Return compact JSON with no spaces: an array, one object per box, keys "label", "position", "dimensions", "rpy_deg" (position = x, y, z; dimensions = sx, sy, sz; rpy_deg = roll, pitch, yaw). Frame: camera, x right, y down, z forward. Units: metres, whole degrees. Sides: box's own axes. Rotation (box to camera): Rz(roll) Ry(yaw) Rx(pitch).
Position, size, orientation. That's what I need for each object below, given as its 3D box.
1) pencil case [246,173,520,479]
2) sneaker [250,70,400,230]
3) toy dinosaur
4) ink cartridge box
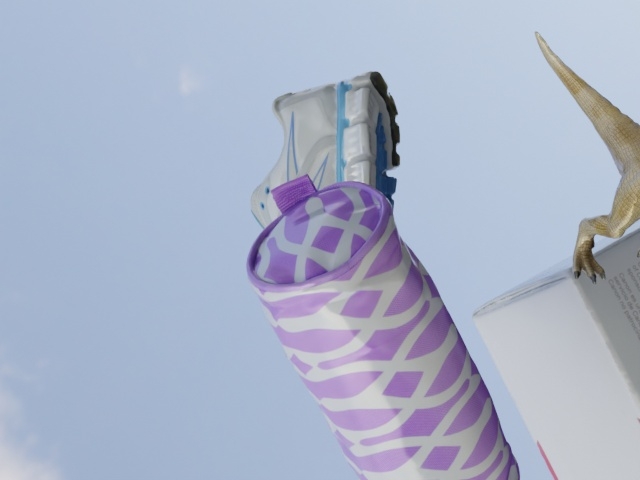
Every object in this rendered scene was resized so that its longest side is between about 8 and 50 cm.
[{"label":"pencil case","position":[0.036,0.068,0.709],"dimensions":[0.088,0.086,0.206],"rpy_deg":[-99,-14,-58]},{"label":"sneaker","position":[0.000,0.000,0.794],"dimensions":[0.071,0.083,0.191],"rpy_deg":[24,-115,-66]},{"label":"toy dinosaur","position":[0.153,-0.020,0.628],"dimensions":[0.053,0.093,0.183],"rpy_deg":[-4,-143,-26]},{"label":"ink cartridge box","position":[0.291,0.075,0.964],"dimensions":[0.306,0.131,0.226],"rpy_deg":[-25,-94,-32]}]
